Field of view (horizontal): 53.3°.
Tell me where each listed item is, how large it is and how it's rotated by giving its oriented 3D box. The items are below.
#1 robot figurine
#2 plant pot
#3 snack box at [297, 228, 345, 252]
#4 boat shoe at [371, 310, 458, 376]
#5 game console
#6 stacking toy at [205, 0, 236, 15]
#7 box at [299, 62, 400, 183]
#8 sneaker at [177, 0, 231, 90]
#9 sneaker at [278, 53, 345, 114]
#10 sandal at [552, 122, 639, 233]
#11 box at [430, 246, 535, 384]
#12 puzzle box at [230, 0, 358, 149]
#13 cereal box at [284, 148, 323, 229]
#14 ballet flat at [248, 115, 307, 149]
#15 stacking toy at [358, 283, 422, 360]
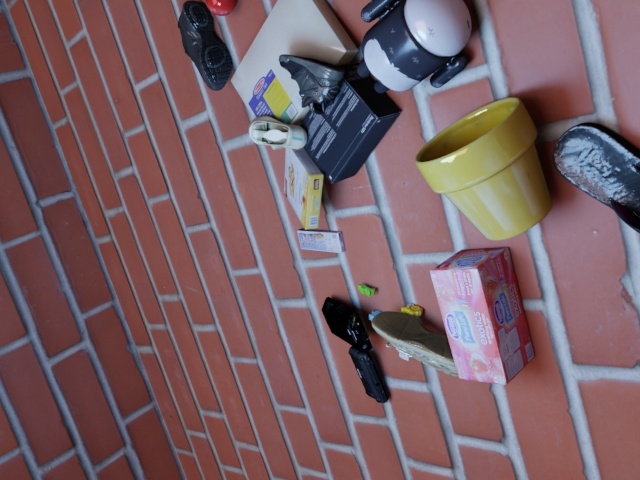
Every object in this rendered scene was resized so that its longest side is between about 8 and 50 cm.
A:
[{"bbox_3d":[0.206,-0.447,1.428,0.278,0.209,0.173,-30,66,50],"label":"robot figurine"},{"bbox_3d":[0.371,-0.141,1.376,0.254,0.254,0.239,-19,112,49],"label":"plant pot"},{"bbox_3d":[0.000,0.000,1.976,0.178,0.022,0.064,5,114,44],"label":"snack box"},{"bbox_3d":[0.258,0.281,1.722,0.285,0.105,0.089,26,136,37],"label":"boat shoe"},{"bbox_3d":[0.114,0.350,1.993,0.213,0.044,0.361,21,137,63],"label":"game console"},{"bbox_3d":[-0.271,-0.785,1.776,0.141,0.141,0.330,42,139,23],"label":"stacking toy"},{"bbox_3d":[0.065,-0.307,1.691,0.184,0.103,0.261,55,138,16],"label":"box"},{"bbox_3d":[-0.368,-0.598,2.002,0.130,0.109,0.286,-25,82,55],"label":"sneaker"},{"bbox_3d":[-0.038,-0.400,1.622,0.228,0.087,0.130,33,117,38],"label":"sneaker"},{"bbox_3d":[0.638,-0.068,1.223,0.446,0.107,0.167,36,132,27],"label":"sandal"},{"bbox_3d":[0.398,0.182,1.563,0.142,0.154,0.299,-5,107,47],"label":"box"},{"bbox_3d":[-0.088,-0.480,1.762,0.409,0.052,0.272,-45,71,44],"label":"puzzle box"},{"bbox_3d":[-0.054,-0.163,1.850,0.240,0.047,0.172,-123,32,-54],"label":"cereal box"},{"bbox_3d":[-0.143,-0.301,1.780,0.248,0.086,0.086,15,120,43],"label":"ballet flat"},{"bbox_3d":[0.199,0.235,1.877,0.221,0.052,0.166,23,124,39],"label":"stacking toy"}]
